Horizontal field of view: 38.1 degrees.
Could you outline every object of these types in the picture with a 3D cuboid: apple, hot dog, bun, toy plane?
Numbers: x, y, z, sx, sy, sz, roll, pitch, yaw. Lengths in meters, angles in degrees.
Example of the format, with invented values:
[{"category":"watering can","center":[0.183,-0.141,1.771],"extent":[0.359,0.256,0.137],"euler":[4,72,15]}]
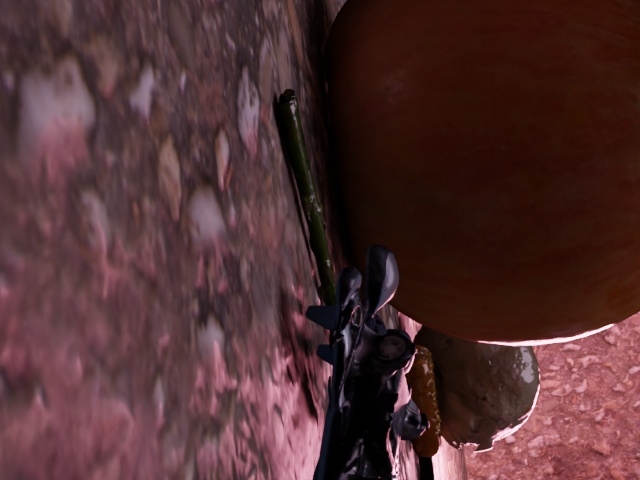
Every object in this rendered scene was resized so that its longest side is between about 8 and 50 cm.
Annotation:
[{"category":"apple","center":[0.187,-0.092,0.899],"extent":[0.391,0.347,0.391],"euler":[-5,90,-75]},{"category":"hot dog","center":[0.141,0.226,1.279],"extent":[0.071,0.045,0.165],"euler":[-78,158,-66]},{"category":"bun","center":[0.209,0.191,1.359],"extent":[0.239,0.141,0.239],"euler":[172,-90,-68]},{"category":"toy plane","center":[0.026,0.120,0.573],"extent":[0.246,0.078,0.169],"euler":[-85,165,-52]}]

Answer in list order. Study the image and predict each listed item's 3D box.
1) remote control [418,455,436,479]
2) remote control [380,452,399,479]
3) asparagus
[{"category":"remote control","center":[0.164,0.387,1.364],"extent":[0.063,0.025,0.245],"euler":[46,38,-76]},{"category":"remote control","center":[0.063,0.218,0.888],"extent":[0.043,0.027,0.152],"euler":[73,14,-72]},{"category":"asparagus","center":[0.000,0.000,0.684],"extent":[0.023,0.022,0.232],"euler":[22,-45,48]}]
